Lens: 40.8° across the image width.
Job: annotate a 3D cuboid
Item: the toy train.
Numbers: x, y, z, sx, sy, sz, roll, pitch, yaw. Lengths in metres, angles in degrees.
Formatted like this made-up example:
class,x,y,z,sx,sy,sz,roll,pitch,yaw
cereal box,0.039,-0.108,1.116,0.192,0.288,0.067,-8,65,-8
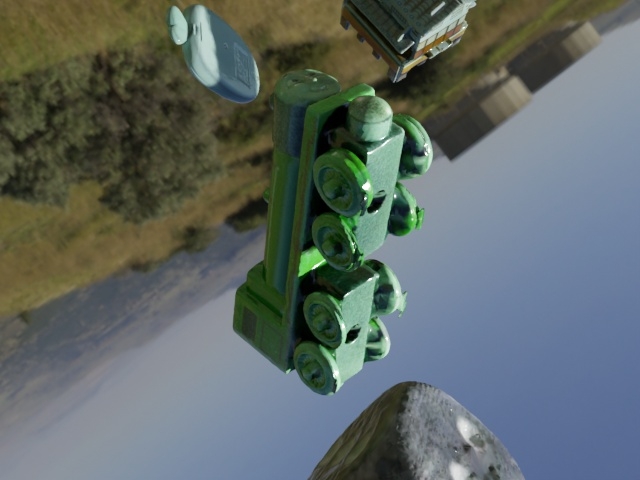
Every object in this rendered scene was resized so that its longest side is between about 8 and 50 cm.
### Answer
class,x,y,z,sx,sy,sz,roll,pitch,yaw
toy train,0.000,0.000,0.596,0.085,0.119,0.251,-29,141,-37

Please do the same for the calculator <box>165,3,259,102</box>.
class,x,y,z,sx,sy,sz,roll,pitch,yaw
calculator,-0.114,-0.204,0.936,0.021,0.095,0.153,-16,156,25

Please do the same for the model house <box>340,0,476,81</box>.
class,x,y,z,sx,sy,sz,roll,pitch,yaw
model house,0.168,-0.460,1.632,0.198,0.224,0.215,-34,166,-20

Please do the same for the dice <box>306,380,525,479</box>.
class,x,y,z,sx,sy,sz,roll,pitch,yaw
dice,0.089,0.267,0.858,0.182,0.181,0.183,-47,-179,24
